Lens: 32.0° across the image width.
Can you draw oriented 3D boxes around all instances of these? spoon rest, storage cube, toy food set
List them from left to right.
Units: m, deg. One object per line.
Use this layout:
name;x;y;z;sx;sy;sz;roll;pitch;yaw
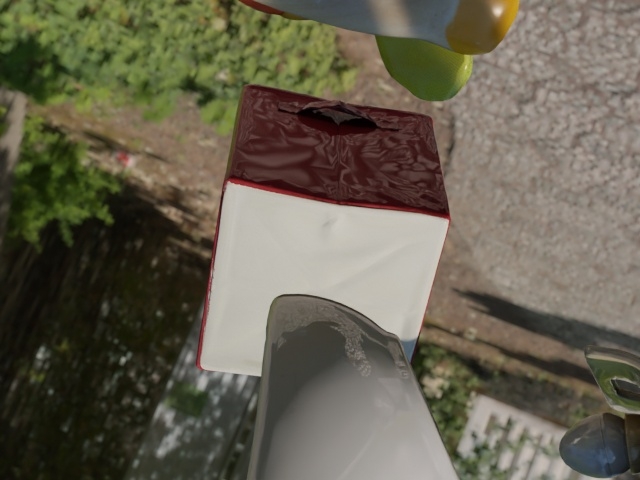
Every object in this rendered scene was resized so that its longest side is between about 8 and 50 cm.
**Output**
storage cube;0.000;0.000;0.974;0.183;0.215;0.193;10;-151;-5
spoon rest;0.012;0.099;0.411;0.276;0.084;0.137;-107;-7;-80
toy food set;0.243;0.253;0.865;0.092;0.306;0.220;-6;159;18

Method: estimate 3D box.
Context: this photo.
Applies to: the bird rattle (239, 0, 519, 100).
bird rattle;-0.015;-0.149;0.434;0.253;0.143;0.207;21;-153;-21
